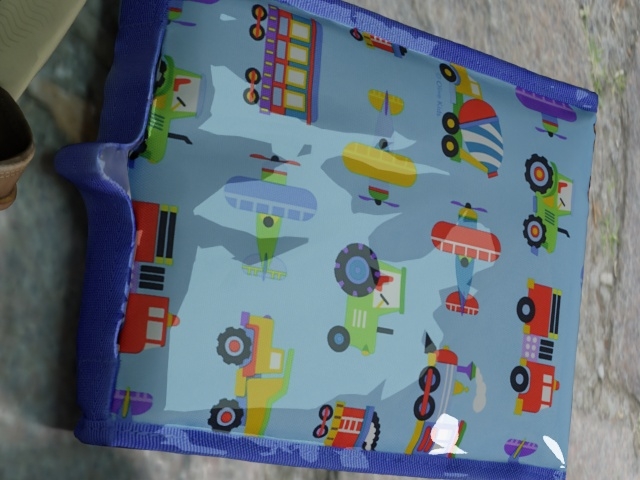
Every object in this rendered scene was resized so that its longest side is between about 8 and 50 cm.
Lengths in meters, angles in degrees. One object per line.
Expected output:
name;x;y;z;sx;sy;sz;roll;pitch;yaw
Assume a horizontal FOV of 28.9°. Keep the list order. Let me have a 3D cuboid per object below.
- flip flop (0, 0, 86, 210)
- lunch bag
flip flop;-0.137;-0.049;0.431;0.112;0.080;0.277;56;44;-38
lunch bag;0.000;0.000;0.612;0.293;0.138;0.220;17;76;-46
